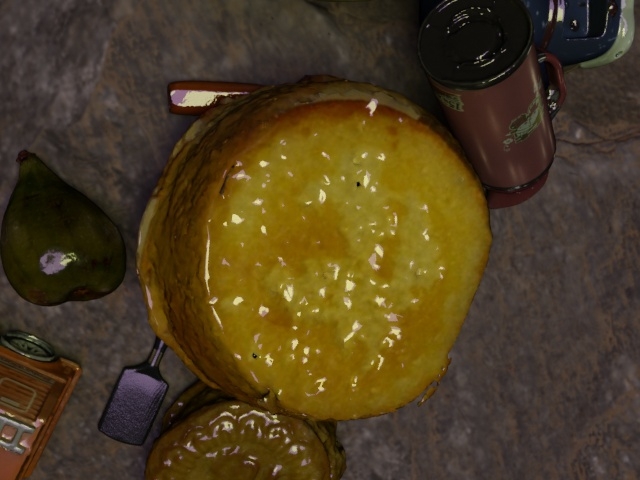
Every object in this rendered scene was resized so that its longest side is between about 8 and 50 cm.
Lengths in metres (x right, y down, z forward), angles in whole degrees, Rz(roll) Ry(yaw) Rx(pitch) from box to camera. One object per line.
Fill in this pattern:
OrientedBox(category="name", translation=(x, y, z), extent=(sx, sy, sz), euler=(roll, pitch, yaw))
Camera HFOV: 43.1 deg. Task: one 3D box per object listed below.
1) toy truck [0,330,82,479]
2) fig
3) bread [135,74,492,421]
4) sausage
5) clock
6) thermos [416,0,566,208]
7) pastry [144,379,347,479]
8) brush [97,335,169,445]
OrientedBox(category="toy truck", translation=(-0.477, 0.148, 0.870), extent=(0.388, 0.207, 0.173), euler=(26, 94, -12))
OrientedBox(category="fig", translation=(-0.302, -0.008, 0.937), extent=(0.133, 0.185, 0.126), euler=(-21, 141, -10))
OrientedBox(category="bread", translation=(0.000, 0.000, 0.886), extent=(0.398, 0.215, 0.398), euler=(-1, 93, -25))
OrientedBox(category="sausage", translation=(-0.115, -0.167, 0.957), extent=(0.131, 0.039, 0.041), euler=(0, 95, -10))
OrientedBox(category="clock", translation=(0.233, -0.271, 0.945), extent=(0.243, 0.146, 0.199), euler=(-5, 106, -15))
OrientedBox(category="thermos", translation=(0.203, -0.145, 0.903), extent=(0.110, 0.330, 0.136), euler=(9, 73, 25))
OrientedBox(category="pastry", translation=(-0.089, 0.277, 1.003), extent=(0.240, 0.132, 0.235), euler=(-13, 110, 0))
OrientedBox(category="brush", translation=(-0.213, 0.164, 1.011), extent=(0.063, 0.016, 0.193), euler=(24, 96, -12))
